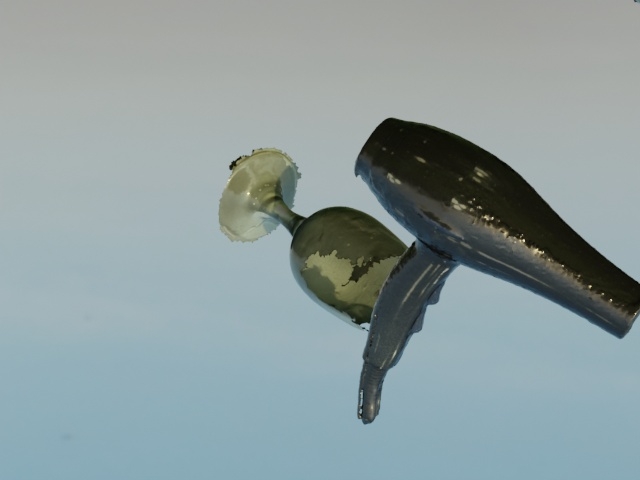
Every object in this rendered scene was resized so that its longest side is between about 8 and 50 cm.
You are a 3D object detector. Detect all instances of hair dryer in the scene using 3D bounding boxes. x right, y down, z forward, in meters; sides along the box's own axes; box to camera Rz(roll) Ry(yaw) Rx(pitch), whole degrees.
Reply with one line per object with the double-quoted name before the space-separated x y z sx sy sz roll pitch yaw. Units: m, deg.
"hair dryer" 0.082 0.048 1.039 0.195 0.219 0.075 35 -143 12

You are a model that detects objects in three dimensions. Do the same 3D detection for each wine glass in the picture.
"wine glass" 0.000 0.000 2.113 0.143 0.143 0.321 -7 -153 -36

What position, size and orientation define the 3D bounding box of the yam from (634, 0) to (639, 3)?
"yam" 0.393 -0.244 1.412 0.348 0.241 0.241 39 -163 6
